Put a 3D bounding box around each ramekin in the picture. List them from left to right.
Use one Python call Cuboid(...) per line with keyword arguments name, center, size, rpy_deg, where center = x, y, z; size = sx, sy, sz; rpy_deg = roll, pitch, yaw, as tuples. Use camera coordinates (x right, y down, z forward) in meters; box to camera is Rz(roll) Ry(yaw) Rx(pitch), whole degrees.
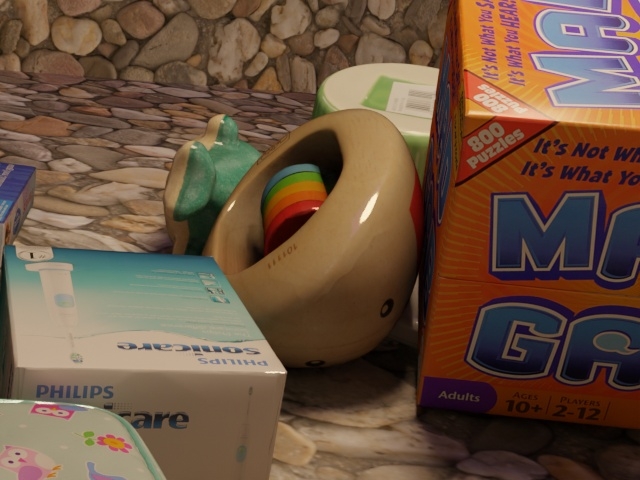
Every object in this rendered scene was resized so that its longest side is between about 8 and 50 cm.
Cuboid(name="ramekin", center=(0.123, -0.137, 1.520), size=(0.304, 0.148, 0.303), rpy_deg=(5, 30, -3))

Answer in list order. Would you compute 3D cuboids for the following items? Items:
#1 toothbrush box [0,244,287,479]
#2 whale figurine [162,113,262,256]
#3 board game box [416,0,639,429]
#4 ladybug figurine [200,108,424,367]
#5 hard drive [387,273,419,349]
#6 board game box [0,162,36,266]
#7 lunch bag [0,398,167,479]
Cuboid(name="toothbrush box", center=(-0.177, 0.110, 0.968), size=(0.217, 0.126, 0.295), rpy_deg=(4, 16, -20))
Cuboid(name="whale figurine", center=(-0.136, -0.061, 1.455), size=(0.141, 0.216, 0.272), rpy_deg=(15, -4, 4))
Cuboid(name="board game box", center=(0.299, -0.052, 1.145), size=(0.357, 0.356, 0.356), rpy_deg=(6, 37, 1))
Cuboid(name="ladybug figurine", center=(0.000, 0.000, 1.244), size=(0.162, 0.305, 0.449), rpy_deg=(45, 17, -21))
Cuboid(name="hard drive", center=(0.229, 0.089, 1.278), size=(0.308, 0.040, 0.203), rpy_deg=(20, 39, 19))
Cuboid(name="board game box", center=(-0.567, -0.056, 1.453), size=(0.318, 0.065, 0.318), rpy_deg=(6, 16, -10))
Cuboid(name="lunch bag", center=(-0.189, 0.200, 0.675), size=(0.224, 0.107, 0.279), rpy_deg=(7, 16, -26))
